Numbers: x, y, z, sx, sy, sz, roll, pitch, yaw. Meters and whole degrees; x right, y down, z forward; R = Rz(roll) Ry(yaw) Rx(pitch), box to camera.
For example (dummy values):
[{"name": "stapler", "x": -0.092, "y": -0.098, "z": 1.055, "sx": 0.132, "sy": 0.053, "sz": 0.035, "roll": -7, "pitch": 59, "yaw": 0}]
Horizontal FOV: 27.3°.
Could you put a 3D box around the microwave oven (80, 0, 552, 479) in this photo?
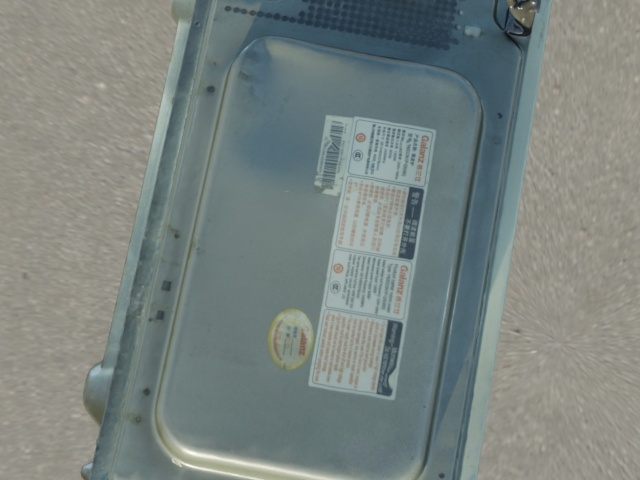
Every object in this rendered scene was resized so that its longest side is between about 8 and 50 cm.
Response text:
[{"name": "microwave oven", "x": 0.000, "y": 0.000, "z": 0.529, "sx": 0.145, "sy": 0.194, "sz": 0.240, "roll": 10, "pitch": 77, "yaw": 4}]
